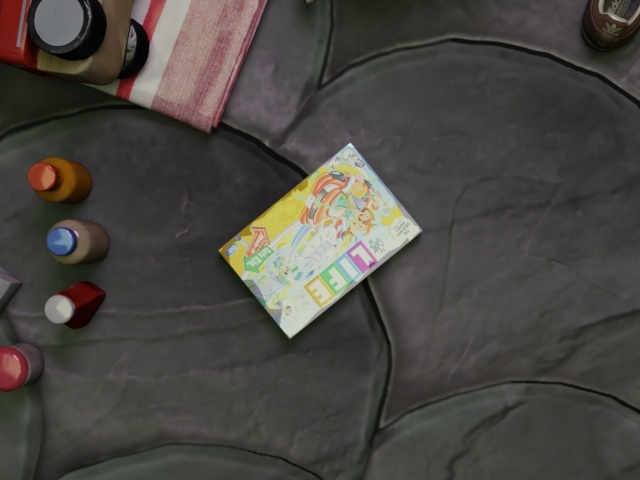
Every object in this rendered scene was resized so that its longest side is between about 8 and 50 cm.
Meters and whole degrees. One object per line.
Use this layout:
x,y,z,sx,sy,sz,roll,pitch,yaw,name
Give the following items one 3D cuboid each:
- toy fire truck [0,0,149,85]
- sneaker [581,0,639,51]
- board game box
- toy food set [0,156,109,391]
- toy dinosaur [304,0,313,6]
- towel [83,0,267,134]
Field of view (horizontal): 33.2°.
-0.273,-0.257,0.894,0.246,0.158,0.217,10,92,15,toy fire truck
0.289,-0.256,0.937,0.066,0.071,0.189,21,91,2,sneaker
0.000,0.000,0.966,0.154,0.026,0.103,-40,89,1,board game box
-0.260,0.044,0.935,0.111,0.104,0.232,36,91,2,toy food set
-0.060,-0.336,0.896,0.064,0.118,0.268,-36,90,-29,toy dinosaur
-0.205,-0.264,0.971,0.328,0.037,0.237,22,91,3,towel
